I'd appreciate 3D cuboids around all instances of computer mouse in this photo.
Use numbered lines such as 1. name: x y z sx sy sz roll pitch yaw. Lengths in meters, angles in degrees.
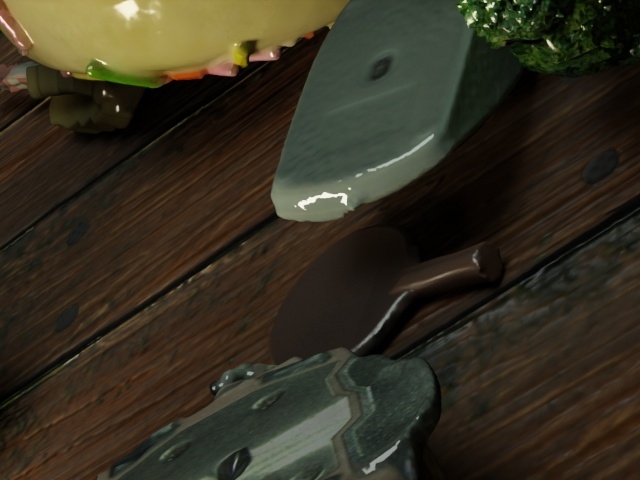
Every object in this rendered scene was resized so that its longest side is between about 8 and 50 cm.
1. computer mouse: -0.023 0.140 0.931 0.199 0.115 0.389 -24 9 -1
2. computer mouse: 0.053 -0.083 1.139 0.128 0.079 0.231 -17 33 35

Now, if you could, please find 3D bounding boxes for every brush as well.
1. brush: -0.215 -0.130 1.582 0.084 0.071 0.301 -47 27 -24

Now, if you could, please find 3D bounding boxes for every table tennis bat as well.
1. table tennis bat: 0.000 0.000 1.073 0.170 0.119 0.107 -18 41 44

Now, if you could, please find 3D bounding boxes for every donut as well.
1. donut: -0.107 -0.224 1.413 0.307 0.150 0.371 -21 27 -13

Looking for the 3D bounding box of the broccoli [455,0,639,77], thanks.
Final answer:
1. broccoli: 0.122 -0.220 1.043 0.270 0.270 0.270 13 60 29
